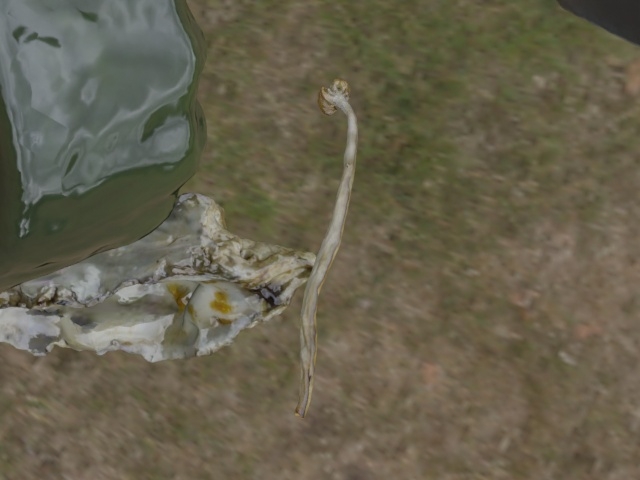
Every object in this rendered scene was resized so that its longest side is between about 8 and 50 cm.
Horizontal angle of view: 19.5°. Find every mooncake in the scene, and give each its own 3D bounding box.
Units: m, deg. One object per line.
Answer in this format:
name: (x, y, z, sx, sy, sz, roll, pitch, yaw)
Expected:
mooncake: (-0.231, -0.144, 1.283, 0.194, 0.356, 0.356, -28, 114, -37)

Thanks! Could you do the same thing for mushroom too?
mushroom: (0.005, -0.002, 1.294, 0.026, 0.028, 0.286, 35, 45, -37)

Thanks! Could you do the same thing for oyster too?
oyster: (-0.167, 0.039, 1.752, 0.341, 0.110, 0.166, -21, 138, 19)

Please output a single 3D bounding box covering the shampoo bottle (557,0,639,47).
shampoo bottle: (0.173, -0.166, 0.620, 0.246, 0.080, 0.079, -51, 157, -22)
